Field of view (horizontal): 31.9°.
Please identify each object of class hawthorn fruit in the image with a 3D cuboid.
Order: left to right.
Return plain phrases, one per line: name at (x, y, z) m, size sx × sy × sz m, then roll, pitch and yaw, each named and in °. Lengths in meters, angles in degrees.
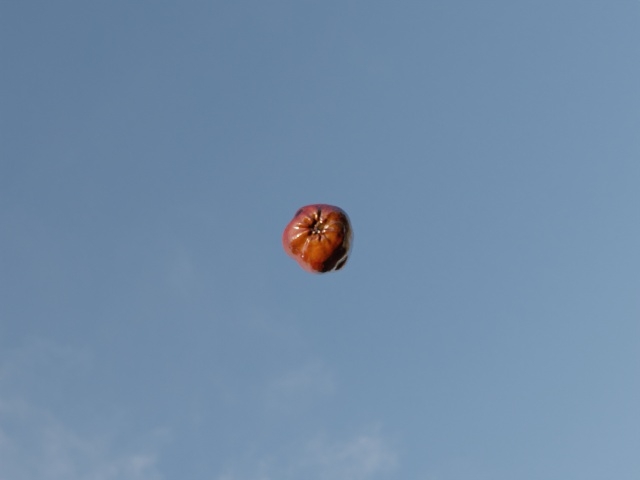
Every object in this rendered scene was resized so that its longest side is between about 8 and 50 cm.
hawthorn fruit at (0.000, 0.000, 1.334) m, size 0.093 × 0.093 × 0.093 m, roll -16°, pitch -54°, yaw -24°
